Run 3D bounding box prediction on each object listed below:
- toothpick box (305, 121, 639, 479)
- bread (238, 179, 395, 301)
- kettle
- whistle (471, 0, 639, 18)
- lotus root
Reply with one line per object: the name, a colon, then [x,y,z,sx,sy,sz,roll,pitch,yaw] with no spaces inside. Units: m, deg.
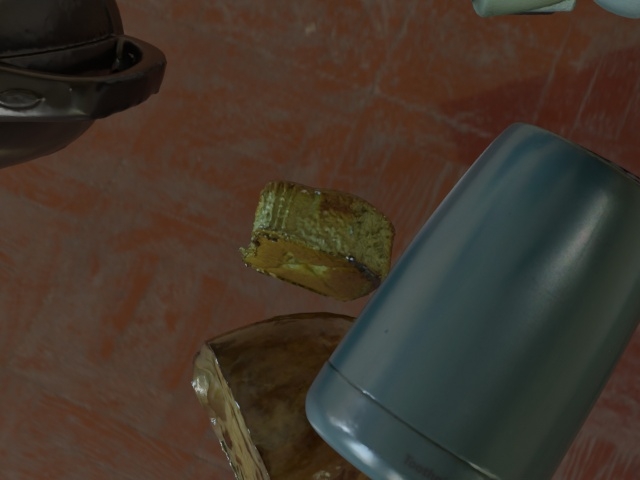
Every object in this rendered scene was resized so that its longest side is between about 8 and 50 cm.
toothpick box: [0.086,0.038,0.598,0.120,0.120,0.184,32,91,16]
bread: [0.000,0.000,1.156,0.140,0.128,0.069,17,71,-2]
kettle: [-0.278,-0.130,1.001,0.251,0.271,0.207,38,110,-2]
whistle: [0.060,-0.077,0.336,0.100,0.035,0.035,-1,68,-2]
lotus root: [-0.003,0.151,1.092,0.180,0.199,0.188,-22,79,-18]
